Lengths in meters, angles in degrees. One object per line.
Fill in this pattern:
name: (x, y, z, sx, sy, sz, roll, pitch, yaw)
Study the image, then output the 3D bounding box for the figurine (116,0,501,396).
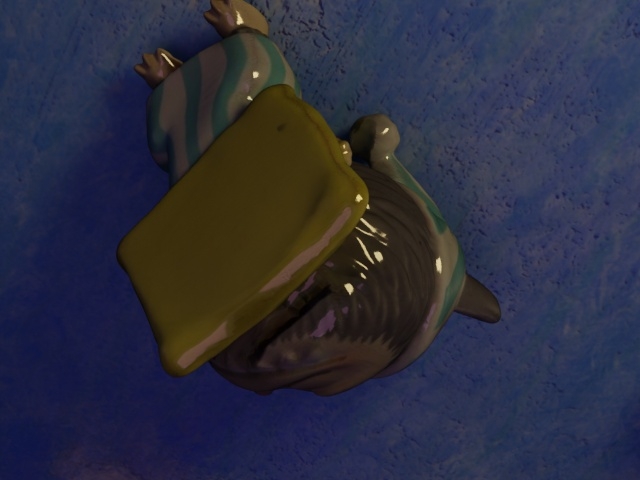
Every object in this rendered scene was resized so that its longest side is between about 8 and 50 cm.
figurine: (0.000, 0.000, 0.970, 0.266, 0.361, 0.377, -29, 145, 22)
